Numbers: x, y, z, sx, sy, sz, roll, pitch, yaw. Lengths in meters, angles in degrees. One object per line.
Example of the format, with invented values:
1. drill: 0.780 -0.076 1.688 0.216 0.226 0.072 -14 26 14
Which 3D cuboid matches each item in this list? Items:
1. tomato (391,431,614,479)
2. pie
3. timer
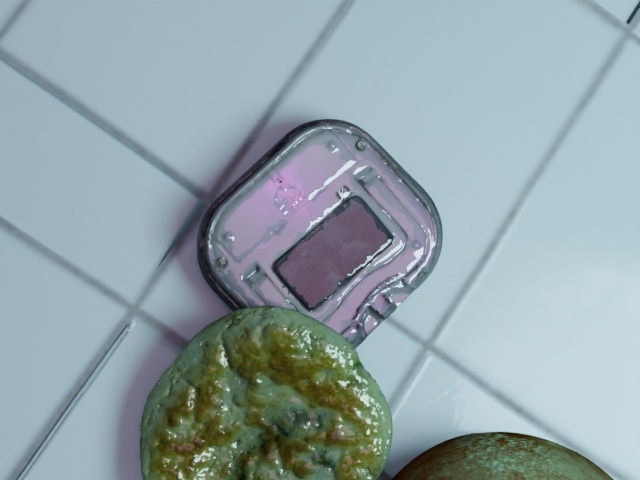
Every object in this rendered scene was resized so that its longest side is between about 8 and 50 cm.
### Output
1. tomato: 0.165 0.301 1.315 0.270 0.222 0.270 1 84 -9
2. pie: -0.051 0.178 1.367 0.240 0.054 0.240 1 98 4
3. timer: 0.000 0.000 1.410 0.208 0.069 0.191 -44 92 -7
